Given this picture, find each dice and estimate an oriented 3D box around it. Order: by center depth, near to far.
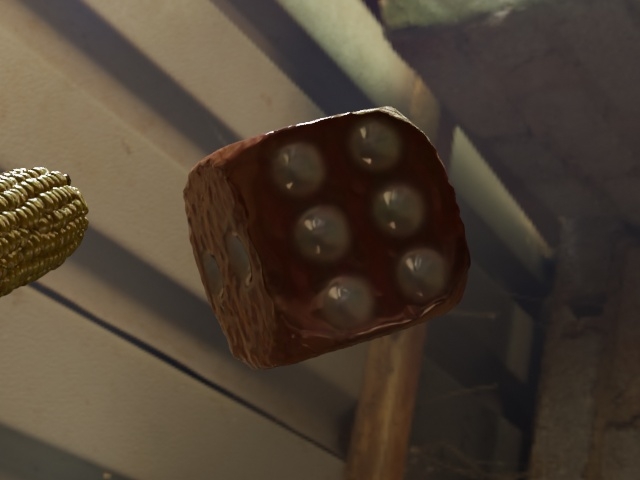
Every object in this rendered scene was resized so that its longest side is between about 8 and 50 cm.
[{"bbox_3d":[0.000,0.000,0.833,0.174,0.179,0.174,-16,-90,-18],"label":"dice"}]

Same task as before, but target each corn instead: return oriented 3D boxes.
[{"bbox_3d":[-0.216,0.002,0.660,0.238,0.080,0.080,-44,-57,-73],"label":"corn"}]
